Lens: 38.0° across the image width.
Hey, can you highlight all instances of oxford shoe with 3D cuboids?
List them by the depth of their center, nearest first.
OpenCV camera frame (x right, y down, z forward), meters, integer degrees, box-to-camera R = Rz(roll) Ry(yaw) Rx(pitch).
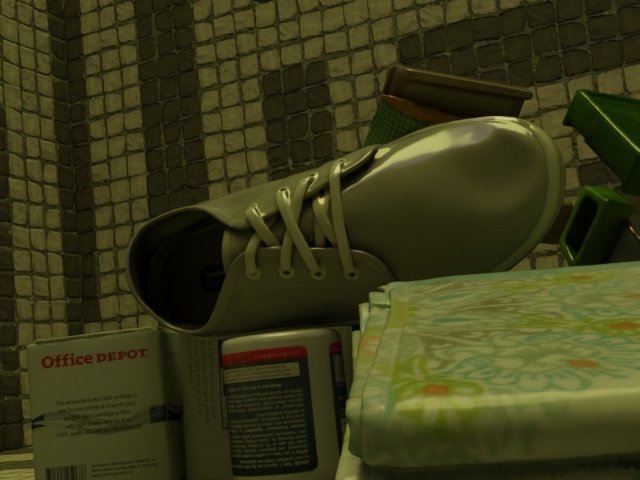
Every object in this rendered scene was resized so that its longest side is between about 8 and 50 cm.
[{"bbox_3d":[0.000,0.000,0.848,0.449,0.169,0.130,-16,-19,28],"label":"oxford shoe"}]

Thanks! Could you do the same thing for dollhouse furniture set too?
[{"bbox_3d":[0.190,-0.040,0.902,0.301,0.198,0.151,6,32,-17],"label":"dollhouse furniture set"}]

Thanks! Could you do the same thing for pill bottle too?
[{"bbox_3d":[-0.027,0.172,0.816,0.108,0.180,0.108,-6,-9,-1],"label":"pill bottle"}]

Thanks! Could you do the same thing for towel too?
[{"bbox_3d":[0.197,0.081,0.553,0.374,0.090,0.320,-5,8,6],"label":"towel"}]

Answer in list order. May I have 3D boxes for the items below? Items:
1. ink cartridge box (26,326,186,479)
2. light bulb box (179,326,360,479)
[{"bbox_3d":[-0.223,0.204,1.000,0.153,0.208,0.087,-6,-8,6],"label":"ink cartridge box"},{"bbox_3d":[0.075,0.179,1.091,0.361,0.225,0.358,-7,-8,18],"label":"light bulb box"}]
